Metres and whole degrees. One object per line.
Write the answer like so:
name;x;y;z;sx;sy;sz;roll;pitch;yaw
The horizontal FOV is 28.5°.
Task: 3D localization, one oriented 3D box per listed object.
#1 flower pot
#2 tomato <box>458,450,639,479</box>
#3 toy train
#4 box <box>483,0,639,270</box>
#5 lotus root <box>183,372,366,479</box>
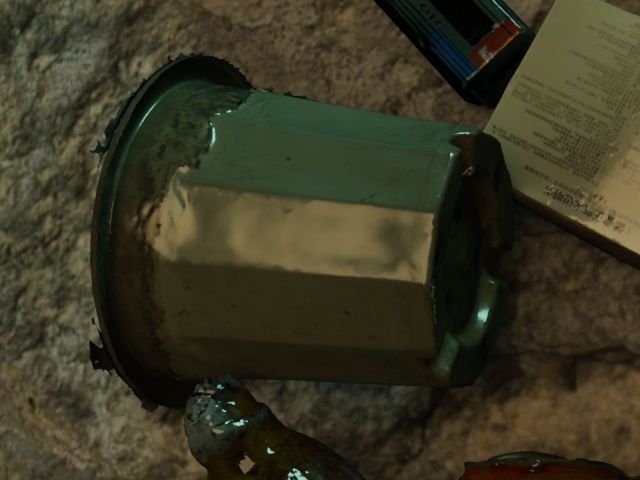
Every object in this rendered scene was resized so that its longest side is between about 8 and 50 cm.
flower pot;0.000;0.000;0.949;0.259;0.290;0.290;4;83;25
tomato;0.184;0.294;0.892;0.309;0.170;0.309;-4;79;23
toy train;0.038;-0.285;1.101;0.089;0.086;0.409;-42;67;11
box;0.247;-0.073;0.970;0.212;0.095;0.168;31;92;25
lotus root;-0.004;0.242;0.877;0.158;0.140;0.322;-31;74;37
